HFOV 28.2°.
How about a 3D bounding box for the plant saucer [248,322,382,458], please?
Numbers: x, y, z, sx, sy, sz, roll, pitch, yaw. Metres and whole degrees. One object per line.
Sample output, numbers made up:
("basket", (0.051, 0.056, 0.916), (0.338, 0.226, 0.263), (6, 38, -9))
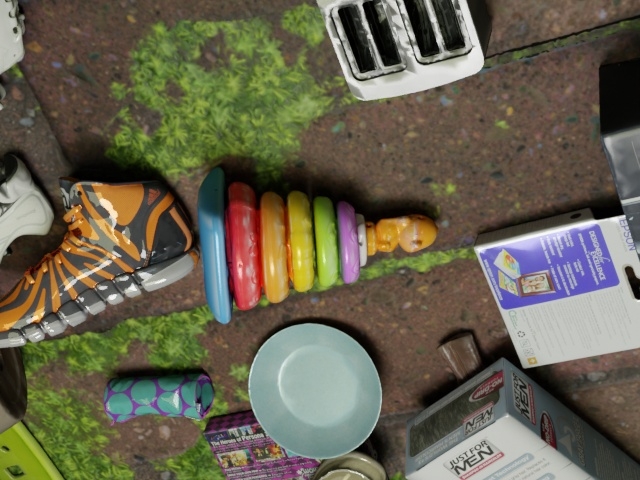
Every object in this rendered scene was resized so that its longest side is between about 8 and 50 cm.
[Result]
("plant saucer", (-0.004, 0.207, 1.780), (0.195, 0.037, 0.195), (3, 100, 17))

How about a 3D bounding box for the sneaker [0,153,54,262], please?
("sneaker", (-0.492, 0.004, 1.714), (0.292, 0.110, 0.118), (-28, 129, 13))

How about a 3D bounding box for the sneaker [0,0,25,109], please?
("sneaker", (-0.412, -0.282, 1.539), (0.129, 0.111, 0.297), (14, 130, -17))

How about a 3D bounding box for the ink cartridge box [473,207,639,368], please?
("ink cartridge box", (0.328, 0.060, 1.632), (0.208, 0.045, 0.206), (-12, 119, 24))

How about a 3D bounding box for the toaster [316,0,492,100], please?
("toaster", (0.095, -0.255, 1.434), (0.168, 0.110, 0.186), (-11, 121, 19))

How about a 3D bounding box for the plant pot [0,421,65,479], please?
("plant pot", (-0.550, 0.411, 1.945), (0.207, 0.227, 0.228), (-15, 120, 28))

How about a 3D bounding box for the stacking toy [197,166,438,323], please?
("stacking toy", (0.000, 0.000, 1.619), (0.301, 0.175, 0.166), (-4, 118, -2))

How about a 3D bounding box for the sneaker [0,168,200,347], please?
("sneaker", (-0.334, 0.009, 1.672), (0.321, 0.124, 0.180), (-25, 110, -7))

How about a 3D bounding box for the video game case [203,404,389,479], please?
("video game case", (-0.029, 0.334, 1.892), (0.232, 0.042, 0.210), (-13, 120, 19))

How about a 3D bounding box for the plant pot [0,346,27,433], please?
("plant pot", (-0.577, 0.199, 1.783), (0.280, 0.323, 0.323), (-17, 120, 2))

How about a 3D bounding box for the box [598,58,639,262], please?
("box", (0.511, -0.056, 1.442), (0.312, 0.179, 0.343), (-14, 119, 21))

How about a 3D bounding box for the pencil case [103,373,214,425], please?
("pencil case", (-0.236, 0.231, 1.851), (0.151, 0.064, 0.070), (-3, 97, 14))

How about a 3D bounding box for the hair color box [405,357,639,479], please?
("hair color box", (0.312, 0.339, 1.759), (0.374, 0.114, 0.185), (38, 122, -23))

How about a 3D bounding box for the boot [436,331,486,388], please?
("boot", (0.181, 0.183, 1.753), (0.106, 0.037, 0.114), (-27, 117, 14))

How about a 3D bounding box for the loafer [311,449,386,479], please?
("loafer", (0.007, 0.409, 1.852), (0.102, 0.092, 0.268), (28, 124, -9))
